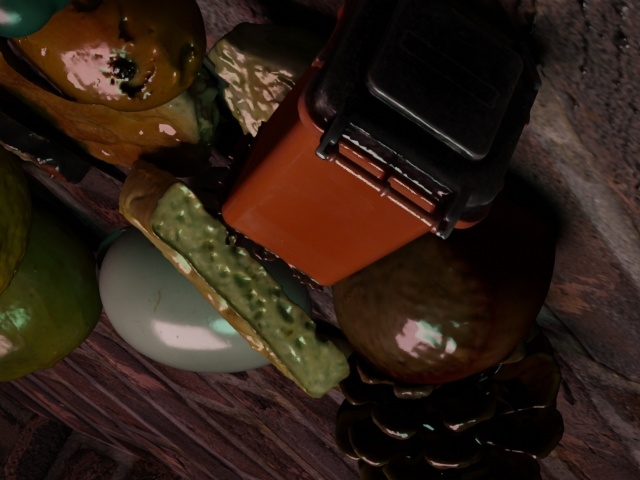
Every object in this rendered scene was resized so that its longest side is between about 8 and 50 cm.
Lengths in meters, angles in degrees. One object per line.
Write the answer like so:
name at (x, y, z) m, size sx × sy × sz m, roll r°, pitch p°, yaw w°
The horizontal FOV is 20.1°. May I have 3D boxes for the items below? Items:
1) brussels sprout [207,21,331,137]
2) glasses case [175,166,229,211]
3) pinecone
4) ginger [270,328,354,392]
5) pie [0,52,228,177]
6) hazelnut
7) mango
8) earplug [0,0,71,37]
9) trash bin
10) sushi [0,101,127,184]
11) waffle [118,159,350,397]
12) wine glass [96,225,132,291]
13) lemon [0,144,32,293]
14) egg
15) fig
brussels sprout at (-0.007, -0.118, 1.477) m, size 0.181 × 0.100 × 0.139 m, roll 48°, pitch 155°, yaw -16°
glasses case at (-0.063, -0.046, 1.828) m, size 0.193 × 0.049 × 0.074 m, roll 9°, pitch -174°, yaw 35°
pinecone at (0.132, 0.146, 1.818) m, size 0.244 × 0.244 × 0.309 m, roll 25°, pitch 151°, yaw 17°
ginger at (-0.010, 0.147, 2.339) m, size 0.190 × 0.069 × 0.095 m, roll 20°, pitch -177°, yaw 29°
pie at (-0.241, -0.170, 1.759) m, size 0.339 × 0.083 × 0.339 m, roll 25°, pitch 164°, yaw 8°
hazelnut at (0.116, 0.031, 1.587) m, size 0.208 × 0.208 × 0.208 m, roll 27°, pitch 164°, yaw 9°
mango at (-0.187, -0.191, 1.477) m, size 0.156 × 0.151 × 0.248 m, roll 17°, pitch -170°, yaw -38°
earplug at (-0.278, -0.265, 1.372) m, size 0.257 × 0.280 × 0.164 m, roll -30°, pitch 155°, yaw 30°
trash bin at (0.030, -0.061, 1.324) m, size 0.161 × 0.184 × 0.238 m, roll 33°, pitch 144°, yaw -12°
sushi at (-0.313, -0.106, 1.949) m, size 0.231 × 0.047 × 0.219 m, roll 31°, pitch -175°, yaw -42°
waffle at (-0.090, 0.038, 1.781) m, size 0.274 × 0.057 × 0.168 m, roll 48°, pitch 172°, yaw -22°
wine glass at (-0.234, 0.050, 2.351) m, size 0.111 × 0.111 × 0.204 m, roll 27°, pitch 164°, yaw 10°
lemon at (-0.522, -0.040, 2.240) m, size 0.336 × 0.336 × 0.336 m, roll 27°, pitch 164°, yaw 9°
egg at (-0.133, 0.063, 2.085) m, size 0.264 × 0.183 × 0.183 m, roll 16°, pitch 160°, yaw 22°
fig at (-0.458, 0.038, 2.497) m, size 0.326 × 0.258 × 0.258 m, roll 49°, pitch 161°, yaw -6°
